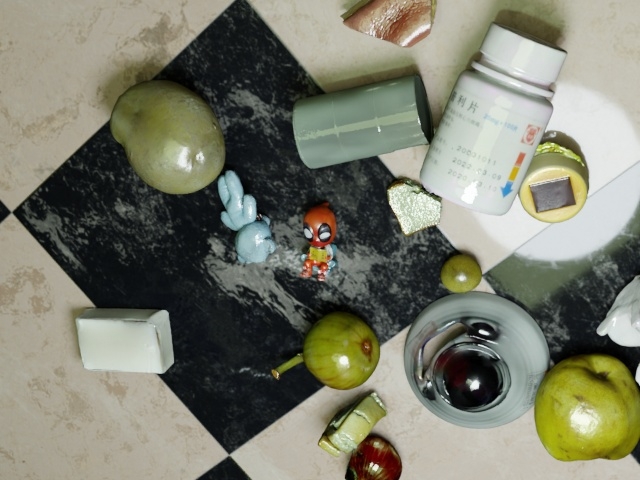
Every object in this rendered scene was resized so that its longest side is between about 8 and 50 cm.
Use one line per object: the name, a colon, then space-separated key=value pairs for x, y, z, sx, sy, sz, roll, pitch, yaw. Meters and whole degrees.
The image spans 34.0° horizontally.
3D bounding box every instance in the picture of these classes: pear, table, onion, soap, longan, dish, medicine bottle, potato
pear: x=0.475 y=0.300 z=1.862 sx=0.200 sy=0.200 sz=0.200 roll=4 pitch=110 yaw=13
table: x=0.074 y=-0.206 z=1.816 sx=0.220 sy=0.126 sz=0.126 roll=-10 pitch=106 yaw=18
onion: x=0.107 y=0.439 z=2.047 sx=0.118 sy=0.119 sz=0.117 roll=13 pitch=144 yaw=9
soap: x=-0.394 y=0.201 z=2.110 sx=0.183 sy=0.064 sz=0.122 roll=1 pitch=110 yaw=14
longan: x=0.257 y=0.066 z=1.899 sx=0.075 sy=0.075 sz=0.083 roll=-10 pitch=129 yaw=17
dish: x=0.278 y=0.241 z=1.918 sx=0.273 sy=0.134 sz=0.273 roll=4 pitch=108 yaw=13
medicine bottle: x=0.289 y=-0.200 z=1.735 sx=0.170 sy=0.170 sz=0.293 roll=24 pitch=106 yaw=5
potato: x=-0.277 y=-0.191 z=1.898 sx=0.235 sy=0.160 sz=0.178 roll=37 pitch=75 yaw=14

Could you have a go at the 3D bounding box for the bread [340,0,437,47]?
bread: x=0.138 y=-0.386 z=1.768 sx=0.192 sy=0.067 sz=0.119 roll=-31 pitch=91 yaw=20

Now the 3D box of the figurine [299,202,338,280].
figurine: x=0.000 y=0.000 z=1.937 sx=0.068 sy=0.075 sz=0.140 roll=9 pitch=100 yaw=13

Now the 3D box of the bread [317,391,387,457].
bread: x=0.060 y=0.351 z=1.996 sx=0.117 sy=0.156 sz=0.064 roll=-40 pitch=87 yaw=24

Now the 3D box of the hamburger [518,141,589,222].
hamburger: x=0.396 y=-0.100 z=1.797 sx=0.126 sy=0.081 sz=0.141 roll=-28 pitch=112 yaw=23

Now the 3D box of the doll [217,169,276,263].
doll: x=-0.136 y=-0.044 z=1.965 sx=0.120 sy=0.075 sz=0.180 roll=-24 pitch=80 yaw=58

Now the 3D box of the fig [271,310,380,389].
fig: x=0.026 y=0.218 z=1.982 sx=0.142 sy=0.148 sz=0.186 roll=36 pitch=153 yaw=-15

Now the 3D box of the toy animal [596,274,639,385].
toy animal: x=0.623 y=0.190 z=1.806 sx=0.282 sy=0.138 sz=0.140 roll=45 pitch=148 yaw=1

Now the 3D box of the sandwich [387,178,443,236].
sandwich: x=0.171 y=-0.067 z=1.888 sx=0.093 sy=0.036 sz=0.105 roll=-26 pitch=99 yaw=22
